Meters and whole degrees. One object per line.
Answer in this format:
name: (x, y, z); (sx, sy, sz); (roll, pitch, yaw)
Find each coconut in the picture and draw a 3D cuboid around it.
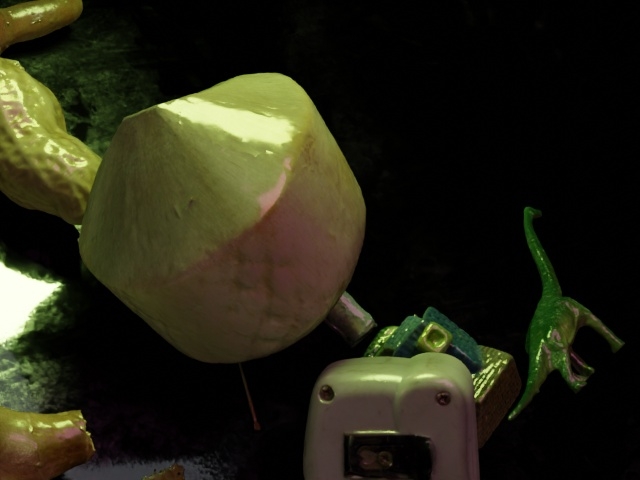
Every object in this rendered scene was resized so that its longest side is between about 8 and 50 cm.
coconut: (-0.132, -0.045, 1.708); (0.415, 0.344, 0.415); (10, 77, -55)

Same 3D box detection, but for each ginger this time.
ginger: (-0.458, 0.248, 1.472); (0.375, 0.166, 0.236); (18, 40, -10)

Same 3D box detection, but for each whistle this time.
whistle: (-0.043, 0.035, 1.936); (0.326, 0.068, 0.057); (45, 17, 8)

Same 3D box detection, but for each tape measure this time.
tape measure: (0.108, 0.290, 1.696); (0.265, 0.258, 0.130); (-3, 14, 10)

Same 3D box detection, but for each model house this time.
model house: (0.166, 0.209, 1.815); (0.214, 0.189, 0.195); (44, 59, 3)

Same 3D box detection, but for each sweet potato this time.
sweet potato: (-0.519, -0.320, 1.902); (0.109, 0.109, 0.385); (52, 36, 13)

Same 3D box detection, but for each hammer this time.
hammer: (-0.106, 0.217, 1.799); (0.029, 0.014, 0.123); (-5, 62, -23)

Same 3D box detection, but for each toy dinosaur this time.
toy dinosaur: (0.359, 0.112, 2.096); (0.301, 0.087, 0.447); (49, 41, 10)

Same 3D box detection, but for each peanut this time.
peanut: (-0.421, -0.143, 1.796); (0.325, 0.140, 0.153); (42, 60, 10)

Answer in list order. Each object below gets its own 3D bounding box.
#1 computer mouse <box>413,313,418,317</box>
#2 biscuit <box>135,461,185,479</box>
computer mouse: (0.180, 0.178, 1.965); (0.079, 0.047, 0.135); (-13, 72, -25)
biscuit: (-0.218, 0.361, 1.567); (0.203, 0.016, 0.144); (-20, 108, -37)
